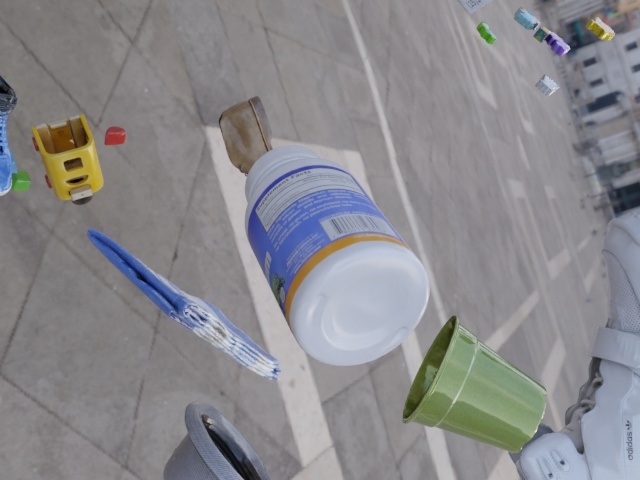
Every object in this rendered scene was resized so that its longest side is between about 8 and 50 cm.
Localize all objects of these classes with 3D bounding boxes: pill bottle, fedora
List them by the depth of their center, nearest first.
[{"bbox_3d":[0.000,0.000,0.831,0.152,0.152,0.272,52,3,-38],"label":"pill bottle"},{"bbox_3d":[-0.190,0.414,1.283,0.244,0.124,0.275,50,-5,-13],"label":"fedora"}]

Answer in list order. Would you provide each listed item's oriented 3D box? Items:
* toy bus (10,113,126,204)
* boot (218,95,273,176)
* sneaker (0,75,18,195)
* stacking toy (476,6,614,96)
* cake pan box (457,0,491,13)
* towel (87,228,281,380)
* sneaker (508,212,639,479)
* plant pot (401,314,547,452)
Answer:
[{"bbox_3d":[-0.437,-0.121,1.293,0.202,0.191,0.104,18,35,-52],"label":"toy bus"},{"bbox_3d":[-0.153,-0.180,1.733,0.112,0.115,0.305,-131,-159,-65],"label":"boot"},{"bbox_3d":[-0.384,-0.133,0.845,0.058,0.084,0.152,-10,78,-52],"label":"sneaker"},{"bbox_3d":[0.436,-0.414,1.440,0.221,0.167,0.052,43,40,6],"label":"stacking toy"},{"bbox_3d":[0.171,-0.381,0.726,0.245,0.266,0.070,39,53,-26],"label":"cake pan box"},{"bbox_3d":[-0.178,0.091,1.003,0.209,0.034,0.285,34,-9,33],"label":"towel"},{"bbox_3d":[0.297,0.160,0.760,0.137,0.210,0.366,50,30,-77],"label":"sneaker"},{"bbox_3d":[0.110,0.107,0.507,0.079,0.083,0.083,27,27,4],"label":"plant pot"}]
